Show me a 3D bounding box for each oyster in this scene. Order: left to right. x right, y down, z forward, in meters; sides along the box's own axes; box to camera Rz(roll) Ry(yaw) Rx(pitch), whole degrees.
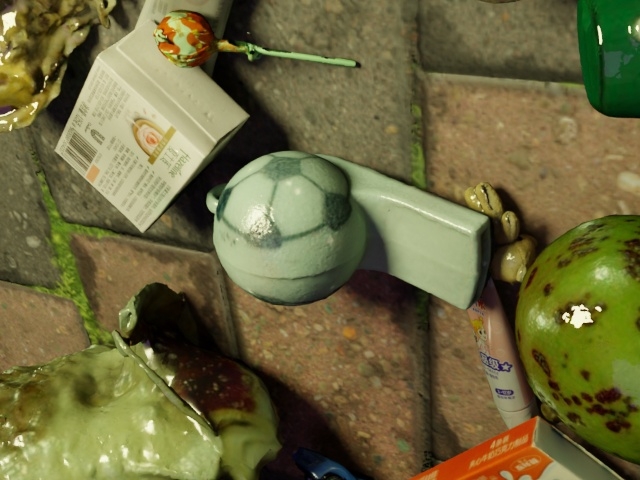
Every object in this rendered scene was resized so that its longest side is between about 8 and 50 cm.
[{"bbox_3d":[-0.309,-0.277,0.780,0.238,0.115,0.351,44,133,-5],"label":"oyster"}]

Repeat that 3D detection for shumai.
[{"bbox_3d":[-0.209,0.259,0.983,0.348,0.395,0.395,-31,105,19],"label":"shumai"}]

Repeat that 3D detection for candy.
[{"bbox_3d":[-0.059,-0.172,0.737,0.185,0.055,0.049,8,85,-4],"label":"candy"}]

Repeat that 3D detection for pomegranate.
[{"bbox_3d":[0.274,0.059,0.641,0.211,0.211,0.263,44,108,-5],"label":"pomegranate"}]

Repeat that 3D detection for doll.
[{"bbox_3d":[0.162,-0.005,0.747,0.093,0.051,0.061,45,162,-9],"label":"doll"}]

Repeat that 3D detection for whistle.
[{"bbox_3d":[0.000,0.000,0.769,0.290,0.163,0.163,24,132,32],"label":"whistle"}]

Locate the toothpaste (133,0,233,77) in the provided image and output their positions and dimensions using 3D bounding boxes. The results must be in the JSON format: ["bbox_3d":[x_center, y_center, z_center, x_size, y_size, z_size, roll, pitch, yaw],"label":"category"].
[{"bbox_3d":[-0.106,-0.245,0.726,0.100,0.066,0.323,33,138,-1],"label":"toothpaste"}]

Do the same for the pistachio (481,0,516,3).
[{"bbox_3d":[0.094,-0.260,0.549,0.144,0.144,0.215,-31,101,41],"label":"pistachio"}]

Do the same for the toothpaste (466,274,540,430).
[{"bbox_3d":[0.180,0.108,0.824,0.067,0.043,0.194,30,146,62],"label":"toothpaste"}]

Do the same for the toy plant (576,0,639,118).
[{"bbox_3d":[0.288,-0.144,0.502,0.243,0.112,0.232,16,105,4],"label":"toy plant"}]

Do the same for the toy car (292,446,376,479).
[{"bbox_3d":[0.055,0.332,1.036,0.216,0.063,0.103,45,165,-6],"label":"toy car"}]

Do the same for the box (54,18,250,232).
[{"bbox_3d":[-0.177,-0.108,0.827,0.135,0.081,0.199,44,146,-7],"label":"box"}]

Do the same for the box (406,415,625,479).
[{"bbox_3d":[0.243,0.330,0.922,0.265,0.048,0.273,37,133,-12],"label":"box"}]
